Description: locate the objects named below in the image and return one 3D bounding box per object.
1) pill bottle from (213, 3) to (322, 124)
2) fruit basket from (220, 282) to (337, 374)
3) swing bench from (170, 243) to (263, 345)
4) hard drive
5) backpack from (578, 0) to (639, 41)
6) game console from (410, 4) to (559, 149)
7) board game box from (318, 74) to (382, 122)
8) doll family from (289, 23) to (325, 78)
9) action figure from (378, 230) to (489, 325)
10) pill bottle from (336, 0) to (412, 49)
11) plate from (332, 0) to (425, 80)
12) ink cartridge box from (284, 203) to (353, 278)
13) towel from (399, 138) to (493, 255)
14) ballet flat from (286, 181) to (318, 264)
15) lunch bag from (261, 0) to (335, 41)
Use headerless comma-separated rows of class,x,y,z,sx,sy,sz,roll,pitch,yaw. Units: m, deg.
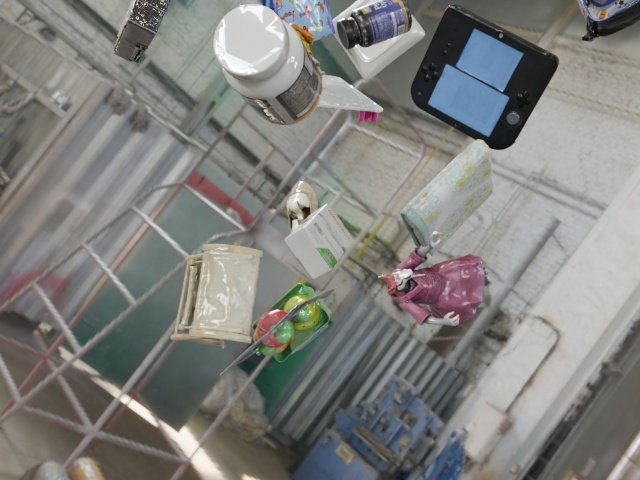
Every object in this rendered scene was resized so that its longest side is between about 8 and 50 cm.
pill bottle,-0.097,-0.333,1.299,0.162,0.162,0.278,36,1,13
fruit basket,-0.111,0.273,2.026,0.165,0.327,0.353,48,18,3
swing bench,-0.288,0.156,1.866,0.165,0.253,0.255,13,-18,-22
hard drive,-0.306,-0.531,1.316,0.064,0.339,0.237,23,-8,-21
backpack,0.704,-0.655,1.582,0.213,0.276,0.263,28,44,-58
game console,0.496,-0.500,2.108,0.386,0.342,0.060,33,39,14
board game box,-0.054,-0.468,2.144,0.390,0.050,0.390,0,27,-23
doll family,-0.068,-0.460,1.740,0.163,0.118,0.263,61,-23,6
action figure,0.292,0.115,1.890,0.370,0.248,0.276,7,-9,-35
pill bottle,0.169,-0.685,2.132,0.123,0.219,0.122,158,-90,-82
plate,0.197,-0.777,2.471,0.277,0.278,0.045,58,20,9
ink cartridge box,0.000,0.000,2.057,0.153,0.087,0.208,55,31,-7
towel,0.403,-0.125,2.101,0.090,0.320,0.374,42,-2,23
ballet flat,-0.063,-0.072,2.249,0.106,0.108,0.316,35,41,-58
lunch bag,-0.088,-0.825,2.287,0.138,0.221,0.293,32,-40,44
